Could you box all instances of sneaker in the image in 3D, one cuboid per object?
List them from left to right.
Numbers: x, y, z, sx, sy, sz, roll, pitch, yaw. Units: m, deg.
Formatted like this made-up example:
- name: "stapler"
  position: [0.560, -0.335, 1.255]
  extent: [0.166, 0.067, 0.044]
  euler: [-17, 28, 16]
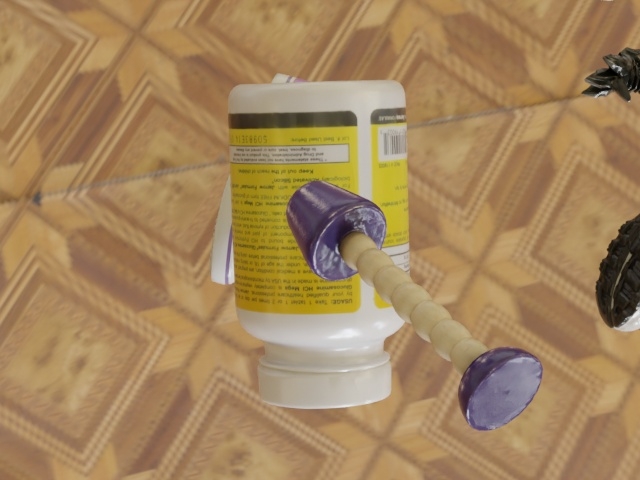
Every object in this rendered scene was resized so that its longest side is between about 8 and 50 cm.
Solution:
- name: "sneaker"
  position: [-0.026, -0.060, 1.794]
  extent: [0.161, 0.102, 0.282]
  euler: [20, 72, 5]
- name: "sneaker"
  position: [0.354, -0.028, 1.349]
  extent: [0.108, 0.100, 0.271]
  euler: [15, 119, -24]

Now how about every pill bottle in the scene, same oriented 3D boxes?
- name: "pill bottle"
  position: [0.000, 0.000, 1.581]
  extent: [0.188, 0.188, 0.334]
  euler: [-3, 96, -19]

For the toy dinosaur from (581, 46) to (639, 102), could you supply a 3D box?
- name: "toy dinosaur"
  position: [0.405, -0.150, 1.547]
  extent: [0.218, 0.322, 0.164]
  euler: [42, 100, 18]

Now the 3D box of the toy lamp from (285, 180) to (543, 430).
- name: "toy lamp"
  position: [0.062, 0.041, 1.181]
  extent: [0.080, 0.080, 0.274]
  euler: [-23, 45, -21]
